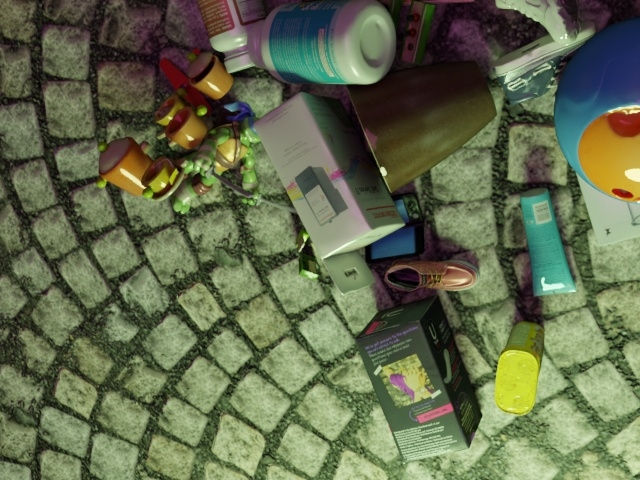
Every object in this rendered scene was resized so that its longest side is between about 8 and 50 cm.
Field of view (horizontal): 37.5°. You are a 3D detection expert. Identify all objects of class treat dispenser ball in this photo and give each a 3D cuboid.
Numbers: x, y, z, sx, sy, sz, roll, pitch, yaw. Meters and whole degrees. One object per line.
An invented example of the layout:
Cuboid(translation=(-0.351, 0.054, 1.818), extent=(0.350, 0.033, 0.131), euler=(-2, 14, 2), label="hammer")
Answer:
Cuboid(translation=(0.504, -0.198, 1.442), extent=(0.288, 0.288, 0.288), euler=(5, 106, 17), label="treat dispenser ball")

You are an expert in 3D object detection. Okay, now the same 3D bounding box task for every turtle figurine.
Cuboid(translation=(-0.205, -0.112, 1.859), extent=(0.266, 0.198, 0.275), euler=(-23, 93, 28), label="turtle figurine")

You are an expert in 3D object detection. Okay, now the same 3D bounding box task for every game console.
Cuboid(translation=(0.135, -0.024, 1.830), extent=(0.122, 0.071, 0.107), euler=(-9, 119, 20), label="game console")

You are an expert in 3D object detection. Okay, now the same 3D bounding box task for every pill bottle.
Cuboid(translation=(-0.167, -0.436, 1.797), extent=(0.121, 0.121, 0.216), euler=(-14, 100, 21), label="pill bottle")
Cuboid(translation=(-0.007, -0.353, 1.686), extent=(0.264, 0.146, 0.146), euler=(8, 108, 39), label="pill bottle")

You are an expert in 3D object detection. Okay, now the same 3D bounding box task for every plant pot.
Cuboid(translation=(0.192, -0.230, 1.705), extent=(0.230, 0.215, 0.215), euler=(-23, 96, 6), label="plant pot")

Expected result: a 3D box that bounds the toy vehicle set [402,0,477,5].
Cuboid(translation=(0.194, -0.559, 1.688), extent=(0.165, 0.035, 0.267), euler=(1, 104, 19), label="toy vehicle set")

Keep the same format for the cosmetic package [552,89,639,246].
Cuboid(translation=(0.623, -0.178, 1.617), extent=(0.377, 0.097, 0.285), euler=(-17, 101, 22), label="cosmetic package")

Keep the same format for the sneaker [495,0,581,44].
Cuboid(translation=(0.364, -0.423, 1.635), extent=(0.115, 0.090, 0.232), euler=(-38, 66, 37), label="sneaker")

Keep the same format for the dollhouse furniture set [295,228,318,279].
Cuboid(translation=(0.000, 0.000, 1.879), extent=(0.076, 0.059, 0.152), euler=(21, 119, -19), label="dollhouse furniture set")

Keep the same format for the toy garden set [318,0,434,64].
Cuboid(translation=(0.092, -0.447, 1.704), extent=(0.244, 0.049, 0.204), euler=(24, 113, 31), label="toy garden set")

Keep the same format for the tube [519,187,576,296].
Cuboid(translation=(0.419, 0.007, 1.762), extent=(0.080, 0.052, 0.207), euler=(-8, 107, 25), label="tube")

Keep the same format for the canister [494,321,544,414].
Cuboid(translation=(0.376, 0.234, 1.768), extent=(0.073, 0.170, 0.126), euler=(8, 107, 16), label="canister")

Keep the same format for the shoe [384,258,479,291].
Cuboid(translation=(0.215, 0.072, 1.827), extent=(0.177, 0.081, 0.064), euler=(6, 106, 17), label="shoe")

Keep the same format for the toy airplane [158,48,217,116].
Cuboid(translation=(-0.260, -0.325, 1.909), extent=(0.151, 0.028, 0.151), euler=(5, 107, 16), label="toy airplane")

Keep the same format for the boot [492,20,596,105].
Cuboid(translation=(0.408, -0.314, 1.675), extent=(0.190, 0.069, 0.086), euler=(-21, 113, 23), label="boot")

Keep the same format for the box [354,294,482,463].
Cuboid(translation=(0.195, 0.269, 1.841), extent=(0.143, 0.165, 0.271), euler=(-18, 98, 23), label="box")

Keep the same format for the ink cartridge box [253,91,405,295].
Cuboid(translation=(0.037, -0.089, 1.747), extent=(0.119, 0.207, 0.354), euler=(-29, 84, 21), label="ink cartridge box")

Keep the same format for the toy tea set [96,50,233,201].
Cuboid(translation=(-0.307, -0.229, 1.806), extent=(0.200, 0.336, 0.124), euler=(-5, 143, 49), label="toy tea set")
